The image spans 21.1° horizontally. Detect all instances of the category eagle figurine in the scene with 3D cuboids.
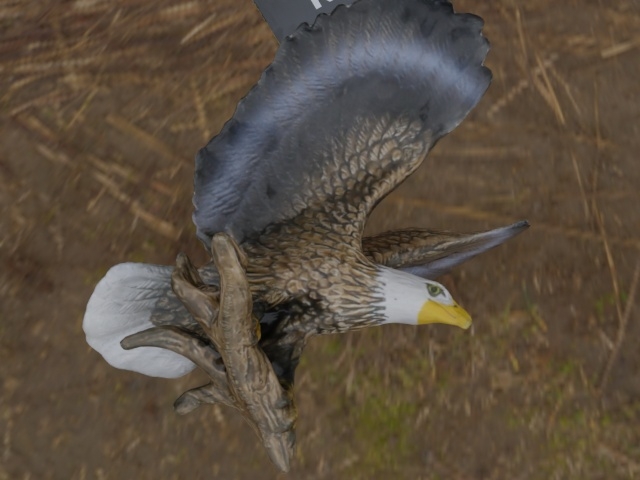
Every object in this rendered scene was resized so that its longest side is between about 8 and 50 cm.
[{"bbox_3d":[0.010,0.005,1.152,0.225,0.298,0.226,37,138,-5],"label":"eagle figurine"}]

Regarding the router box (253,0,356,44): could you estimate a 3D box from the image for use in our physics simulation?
[{"bbox_3d":[0.106,-0.322,1.752,0.308,0.243,0.081,-25,103,30],"label":"router box"}]
